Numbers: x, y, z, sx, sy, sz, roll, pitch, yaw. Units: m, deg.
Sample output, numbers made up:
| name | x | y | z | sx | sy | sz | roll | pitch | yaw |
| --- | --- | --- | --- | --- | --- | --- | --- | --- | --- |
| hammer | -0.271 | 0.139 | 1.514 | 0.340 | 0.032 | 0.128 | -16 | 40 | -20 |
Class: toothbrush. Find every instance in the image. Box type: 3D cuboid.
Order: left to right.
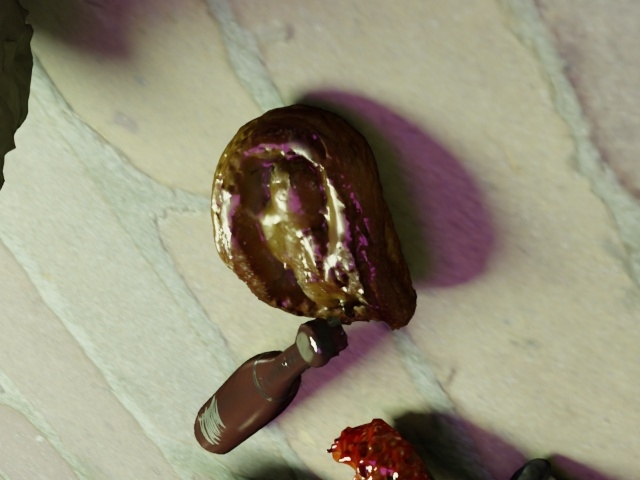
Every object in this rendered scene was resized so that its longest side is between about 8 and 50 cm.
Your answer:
| name | x | y | z | sx | sy | sz | roll | pitch | yaw |
| --- | --- | --- | --- | --- | --- | --- | --- | --- | --- |
| toothbrush | -0.037 | 0.092 | 0.922 | 0.041 | 0.041 | 0.364 | 37 | 161 | -1 |

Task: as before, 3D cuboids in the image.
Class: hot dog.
| name | x | y | z | sx | sy | sz | roll | pitch | yaw |
| --- | --- | --- | --- | --- | --- | --- | --- | --- | --- |
| hot dog | -0.001 | -0.002 | 0.777 | 0.099 | 0.065 | 0.147 | 10 | 140 | 25 |

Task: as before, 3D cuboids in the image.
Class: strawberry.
| name | x | y | z | sx | sy | sz | roll | pitch | yaw |
| --- | --- | --- | --- | --- | --- | --- | --- | --- | --- |
| strawberry | 0.050 | 0.160 | 0.959 | 0.104 | 0.048 | 0.152 | 55 | 176 | 9 |

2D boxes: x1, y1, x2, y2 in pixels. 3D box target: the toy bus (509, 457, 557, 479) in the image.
| name | x | y | z | sx | sy | sz | roll | pitch | yaw |
| --- | --- | --- | --- | --- | --- | --- | --- | --- | --- |
| toy bus | 0.227 | 0.362 | 0.908 | 0.440 | 0.209 | 0.249 | 35 | 153 | 4 |

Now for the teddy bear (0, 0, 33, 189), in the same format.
| name | x | y | z | sx | sy | sz | roll | pitch | yaw |
| --- | --- | --- | --- | --- | --- | --- | --- | --- | --- |
| teddy bear | -0.321 | -0.123 | 0.811 | 0.367 | 0.224 | 0.357 | 3 | 123 | 49 |
